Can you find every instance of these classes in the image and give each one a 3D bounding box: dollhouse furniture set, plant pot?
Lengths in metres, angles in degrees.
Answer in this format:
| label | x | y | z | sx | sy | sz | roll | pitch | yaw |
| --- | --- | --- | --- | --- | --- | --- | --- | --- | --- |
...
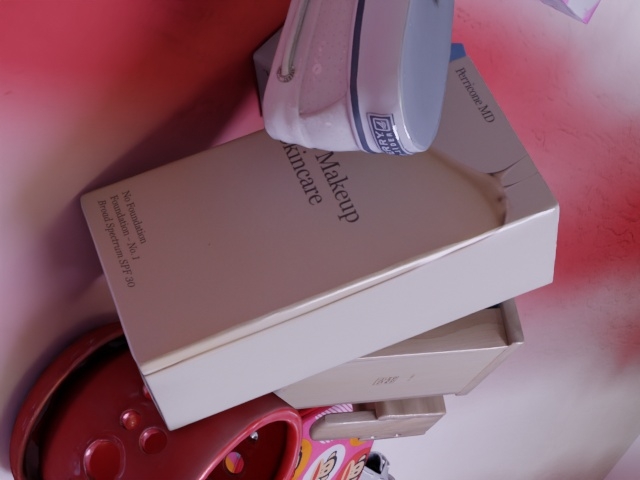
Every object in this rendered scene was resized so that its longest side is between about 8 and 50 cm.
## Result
| label | x | y | z | sx | sy | sz | roll | pitch | yaw |
| --- | --- | --- | --- | --- | --- | --- | --- | --- | --- |
| dollhouse furniture set | 0.019 | 0.001 | 1.166 | 0.198 | 0.303 | 0.286 | -2 | 155 | -17 |
| plant pot | -0.134 | 0.169 | 1.026 | 0.191 | 0.174 | 0.191 | -42 | 151 | -30 |

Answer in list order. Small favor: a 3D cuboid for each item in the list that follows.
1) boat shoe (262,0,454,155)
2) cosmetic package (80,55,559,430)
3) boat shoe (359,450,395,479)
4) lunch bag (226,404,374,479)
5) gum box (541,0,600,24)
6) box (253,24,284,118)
| label | x | y | z | sx | sy | sz | roll | pitch | yaw |
| --- | --- | --- | --- | --- | --- | --- | --- | --- | --- |
| boat shoe | 0.018 | -0.226 | 0.896 | 0.136 | 0.157 | 0.367 | 46 | 49 | -61 |
| cosmetic package | 0.000 | 0.000 | 0.940 | 0.310 | 0.160 | 0.113 | -22 | 148 | -7 |
| boat shoe | 0.064 | 0.314 | 1.727 | 0.063 | 0.066 | 0.184 | -58 | 146 | 4 |
| lunch bag | -0.068 | 0.252 | 1.338 | 0.258 | 0.120 | 0.293 | -22 | 137 | -46 |
| gum box | 0.255 | -0.304 | 1.321 | 0.107 | 0.062 | 0.188 | -61 | 156 | 8 |
| box | 0.017 | -0.131 | 1.035 | 0.101 | 0.102 | 0.087 | -47 | 156 | -23 |
